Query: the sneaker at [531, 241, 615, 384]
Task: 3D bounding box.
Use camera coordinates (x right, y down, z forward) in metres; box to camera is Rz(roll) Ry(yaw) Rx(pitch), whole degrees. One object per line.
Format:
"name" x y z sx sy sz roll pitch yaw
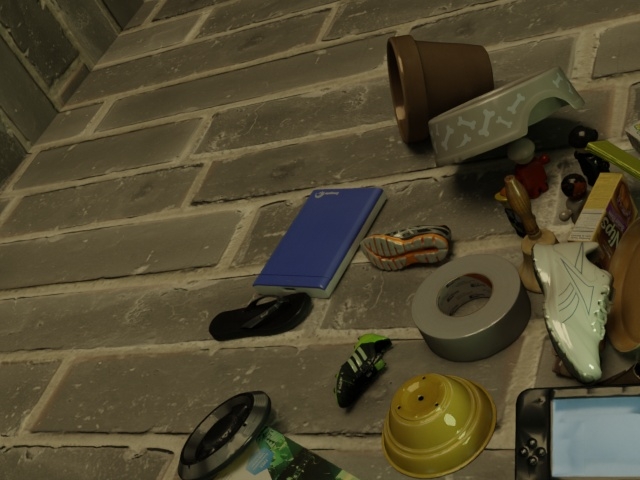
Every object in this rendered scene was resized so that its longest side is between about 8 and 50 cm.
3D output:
"sneaker" 0.443 0.107 1.653 0.129 0.111 0.297 -16 48 16

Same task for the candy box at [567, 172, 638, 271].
"candy box" 0.535 -0.027 1.828 0.053 0.109 0.186 4 48 42

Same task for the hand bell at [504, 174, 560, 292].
"hand bell" 0.396 -0.029 1.817 0.126 0.242 0.126 -20 36 15

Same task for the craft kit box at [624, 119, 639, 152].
"craft kit box" 0.764 -0.228 1.905 0.247 0.061 0.250 -35 24 6

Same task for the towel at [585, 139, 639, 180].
"towel" 0.619 -0.123 1.835 0.237 0.021 0.102 38 27 28

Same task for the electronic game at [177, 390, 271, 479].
"electronic game" -0.187 0.380 1.884 0.229 0.048 0.229 -37 16 13

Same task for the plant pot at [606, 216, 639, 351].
"plant pot" 0.543 0.074 1.635 0.032 0.236 0.236 11 40 -5

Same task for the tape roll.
"tape roll" 0.288 0.127 1.856 0.219 0.072 0.219 -20 37 16

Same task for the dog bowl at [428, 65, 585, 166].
"dog bowl" 0.394 -0.276 2.116 0.349 0.102 0.349 -23 7 3

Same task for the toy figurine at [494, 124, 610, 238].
"toy figurine" 0.470 -0.118 1.955 0.213 0.148 0.209 -5 42 33

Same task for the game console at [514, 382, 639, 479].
"game console" 0.403 0.319 1.426 0.293 0.173 0.250 -8 65 29

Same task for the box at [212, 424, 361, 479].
"box" -0.072 0.476 1.709 0.322 0.058 0.232 18 58 47

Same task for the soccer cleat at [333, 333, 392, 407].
"soccer cleat" 0.082 0.249 1.874 0.072 0.060 0.179 -2 41 34

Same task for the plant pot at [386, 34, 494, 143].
"plant pot" 0.296 -0.380 2.363 0.229 0.263 0.263 -9 36 -1

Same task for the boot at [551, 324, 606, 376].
"boot" 0.448 0.185 1.688 0.087 0.042 0.118 -6 43 32

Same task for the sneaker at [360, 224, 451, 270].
"sneaker" 0.186 0.009 2.085 0.215 0.084 0.083 -2 31 31

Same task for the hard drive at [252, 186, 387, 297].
"hard drive" 0.000 0.000 2.259 0.210 0.040 0.318 0 46 38

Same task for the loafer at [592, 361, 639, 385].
"loafer" 0.503 0.231 1.557 0.220 0.078 0.080 -24 35 10

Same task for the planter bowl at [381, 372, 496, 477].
"planter bowl" 0.190 0.300 1.699 0.217 0.090 0.217 -20 37 16

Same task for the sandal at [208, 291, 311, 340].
"sandal" -0.141 0.167 2.147 0.255 0.054 0.097 -17 37 20
